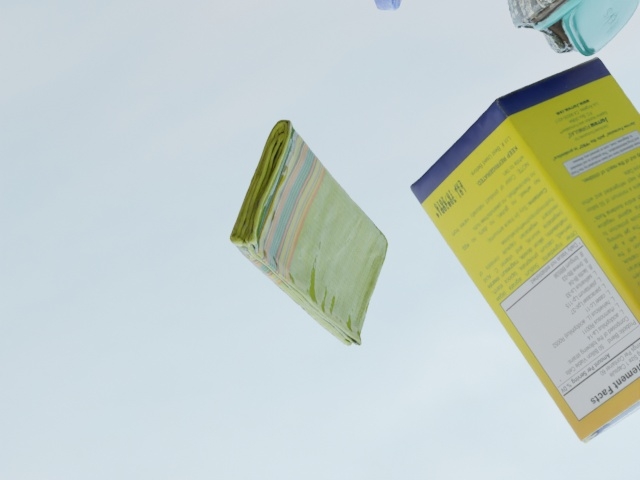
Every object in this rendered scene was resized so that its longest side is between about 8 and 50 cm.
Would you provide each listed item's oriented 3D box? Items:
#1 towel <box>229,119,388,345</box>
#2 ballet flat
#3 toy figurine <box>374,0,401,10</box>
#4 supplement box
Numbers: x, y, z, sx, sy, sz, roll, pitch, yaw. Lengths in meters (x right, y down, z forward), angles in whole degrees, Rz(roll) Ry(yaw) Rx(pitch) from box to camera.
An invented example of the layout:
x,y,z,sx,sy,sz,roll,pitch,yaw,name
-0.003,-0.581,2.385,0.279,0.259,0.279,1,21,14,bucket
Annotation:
x,y,z,sx,sy,sz,roll,pitch,yaw,name
0.000,0.000,1.395,0.021,0.237,0.102,14,-106,27,towel
0.227,-0.291,1.783,0.164,0.182,0.483,-46,173,6,ballet flat
0.019,-0.232,1.033,0.191,0.217,0.362,-4,175,10,toy figurine
0.304,0.009,2.006,0.195,0.356,0.194,-24,165,-40,supplement box
